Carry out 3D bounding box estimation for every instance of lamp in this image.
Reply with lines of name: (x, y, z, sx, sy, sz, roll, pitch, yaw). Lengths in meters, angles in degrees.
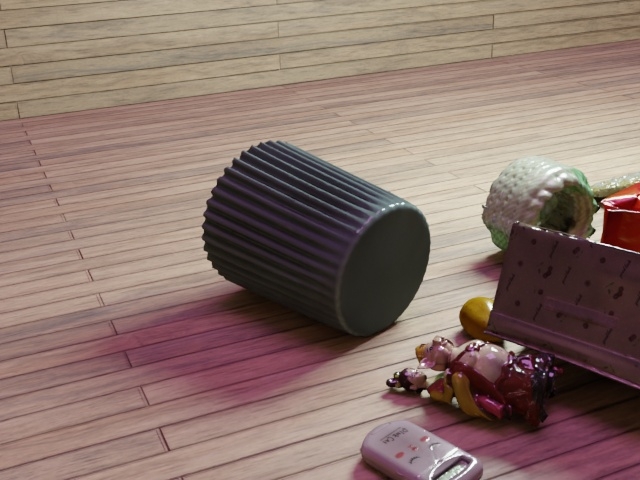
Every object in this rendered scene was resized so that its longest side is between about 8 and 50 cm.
lamp: (0.221, 0.197, 1.256, 0.253, 0.118, 0.118, 11, 26, 25)

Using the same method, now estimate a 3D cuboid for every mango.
mango: (0.286, 0.139, 1.452, 0.080, 0.061, 0.114, -15, 30, -22)

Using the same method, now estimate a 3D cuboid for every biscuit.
biscuit: (0.762, -0.142, 2.001, 0.289, 0.038, 0.141, -15, 6, 16)

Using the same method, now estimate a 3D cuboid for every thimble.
thimble: (0.447, -0.060, 1.723, 0.219, 0.219, 0.150, -13, 25, -24)

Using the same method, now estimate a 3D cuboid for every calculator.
calculator: (0.136, 0.296, 1.130, 0.100, 0.032, 0.175, -22, 31, -39)

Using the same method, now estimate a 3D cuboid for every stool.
stool: (0.000, 0.000, 1.538, 0.330, 0.297, 0.297, 25, 34, 38)

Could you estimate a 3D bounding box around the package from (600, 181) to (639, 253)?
package: (0.680, -0.030, 1.648, 0.423, 0.196, 0.123, -21, 34, -39)

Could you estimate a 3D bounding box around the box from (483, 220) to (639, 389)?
box: (0.449, 0.100, 1.297, 0.297, 0.191, 0.225, 19, 7, 40)
